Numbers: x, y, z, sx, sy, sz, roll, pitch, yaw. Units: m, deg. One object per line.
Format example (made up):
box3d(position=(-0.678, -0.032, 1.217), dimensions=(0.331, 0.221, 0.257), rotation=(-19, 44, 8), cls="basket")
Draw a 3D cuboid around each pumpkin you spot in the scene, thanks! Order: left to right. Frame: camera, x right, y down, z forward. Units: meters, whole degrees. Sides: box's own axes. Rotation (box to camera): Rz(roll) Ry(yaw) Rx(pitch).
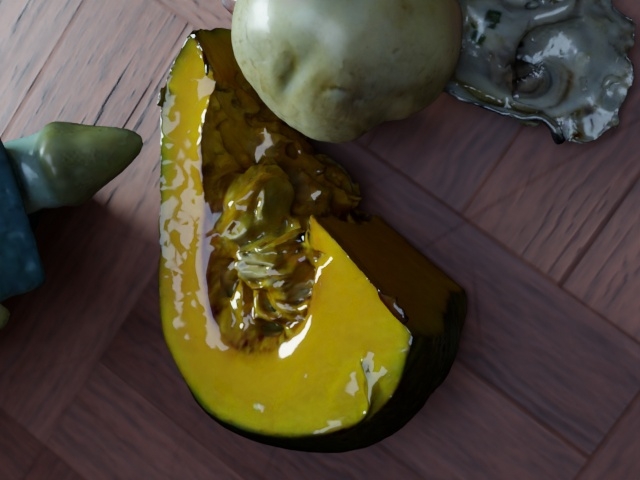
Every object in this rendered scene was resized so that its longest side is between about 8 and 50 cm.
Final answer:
box3d(position=(0.000, 0.000, 0.837), dimensions=(0.190, 0.139, 0.281), rotation=(4, 95, 22), cls="pumpkin")

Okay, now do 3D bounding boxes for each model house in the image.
box3d(position=(-0.260, 0.022, 0.875), dimensions=(0.325, 0.267, 0.194), rotation=(-20, 90, 6), cls="model house")

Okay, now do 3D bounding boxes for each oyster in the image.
box3d(position=(0.127, -0.133, 0.838), dimensions=(0.165, 0.053, 0.108), rotation=(17, 115, 10), cls="oyster")

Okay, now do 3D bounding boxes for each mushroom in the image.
box3d(position=(0.017, -0.133, 0.798), dimensions=(0.148, 0.112, 0.148), rotation=(4, 76, -18), cls="mushroom")

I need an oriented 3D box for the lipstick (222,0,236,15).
box3d(position=(-0.072, -0.211, 0.904), dimensions=(0.186, 0.057, 0.063), rotation=(45, 106, 18), cls="lipstick")
